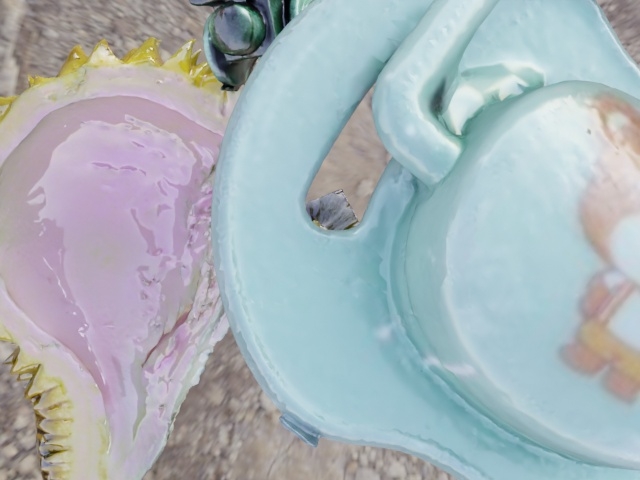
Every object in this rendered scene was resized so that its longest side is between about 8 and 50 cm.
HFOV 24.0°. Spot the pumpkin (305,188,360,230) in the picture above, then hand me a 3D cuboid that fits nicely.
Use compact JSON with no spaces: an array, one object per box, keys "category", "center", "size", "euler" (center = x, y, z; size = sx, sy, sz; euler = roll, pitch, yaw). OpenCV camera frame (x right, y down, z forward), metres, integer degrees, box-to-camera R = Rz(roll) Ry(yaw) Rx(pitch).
[{"category":"pumpkin","center":[0.000,0.000,1.393],"size":[0.083,0.054,0.074],"euler":[-27,62,-6]}]

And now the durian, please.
[{"category":"durian","center":[-0.129,0.008,0.938],"size":[0.185,0.196,0.305],"euler":[15,106,-3]}]

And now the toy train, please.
[{"category":"toy train","center":[-0.010,-0.138,0.781],"size":[0.071,0.170,0.111],"euler":[-8,97,29]}]

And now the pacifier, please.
[{"category":"pacifier","center":[0.104,0.008,0.736],"size":[0.343,0.269,0.288],"euler":[38,77,-14]}]
